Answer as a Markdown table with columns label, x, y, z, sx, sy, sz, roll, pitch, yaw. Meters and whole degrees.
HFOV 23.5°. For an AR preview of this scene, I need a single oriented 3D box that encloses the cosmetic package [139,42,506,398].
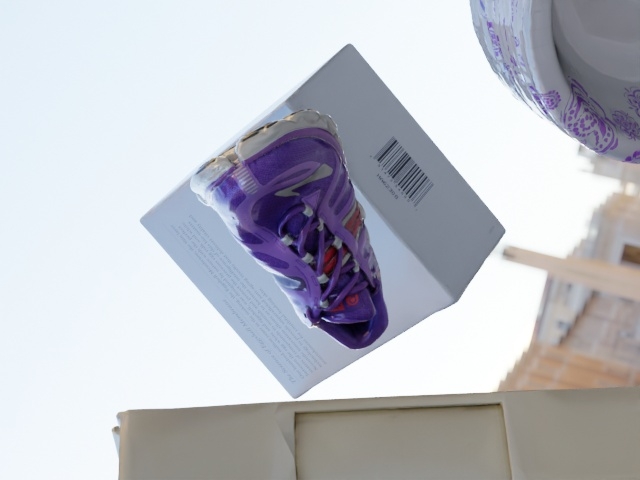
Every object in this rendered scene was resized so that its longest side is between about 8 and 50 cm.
| label | x | y | z | sx | sy | sz | roll | pitch | yaw |
| --- | --- | --- | --- | --- | --- | --- | --- | --- | --- |
| cosmetic package | 0.001 | -0.014 | 1.391 | 0.224 | 0.224 | 0.138 | -35 | 9 | 39 |

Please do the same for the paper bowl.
| label | x | y | z | sx | sy | sz | roll | pitch | yaw |
| --- | --- | --- | --- | --- | --- | --- | --- | --- | --- |
| paper bowl | 0.244 | -0.211 | 1.162 | 0.148 | 0.284 | 0.284 | -137 | 50 | -56 |

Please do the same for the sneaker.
| label | x | y | z | sx | sy | sz | roll | pitch | yaw |
| --- | --- | --- | --- | --- | --- | --- | --- | --- | --- |
| sneaker | 0.000 | 0.000 | 0.692 | 0.068 | 0.071 | 0.170 | -32 | -29 | 5 |

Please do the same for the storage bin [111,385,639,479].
| label | x | y | z | sx | sy | sz | roll | pitch | yaw |
| --- | --- | --- | --- | --- | --- | --- | --- | --- | --- |
| storage bin | 0.038 | 0.182 | 0.740 | 0.260 | 0.262 | 0.123 | 88 | 179 | -54 |
